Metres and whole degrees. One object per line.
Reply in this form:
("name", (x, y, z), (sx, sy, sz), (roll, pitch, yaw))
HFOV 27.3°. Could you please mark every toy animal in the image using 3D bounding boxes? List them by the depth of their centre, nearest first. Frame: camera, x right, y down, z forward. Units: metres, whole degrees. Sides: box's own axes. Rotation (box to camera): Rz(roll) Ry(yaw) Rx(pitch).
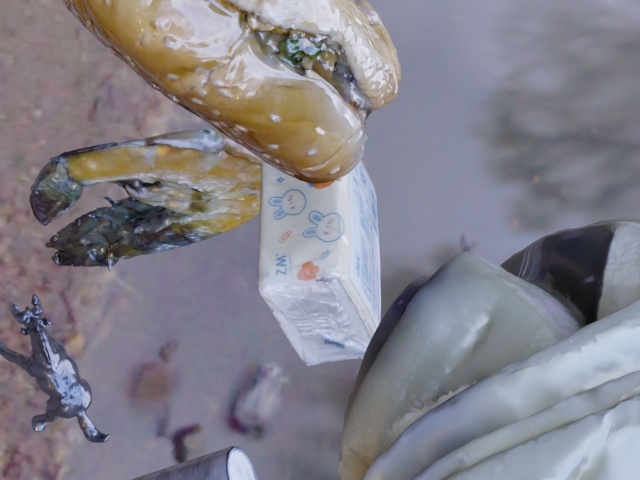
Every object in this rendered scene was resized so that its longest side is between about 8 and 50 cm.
("toy animal", (-0.381, 0.187, 1.840), (0.084, 0.148, 0.233), (-29, 104, -23))

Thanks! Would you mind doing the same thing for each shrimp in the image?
("shrimp", (-0.226, -0.040, 1.524), (0.272, 0.445, 0.085), (8, 70, -37))

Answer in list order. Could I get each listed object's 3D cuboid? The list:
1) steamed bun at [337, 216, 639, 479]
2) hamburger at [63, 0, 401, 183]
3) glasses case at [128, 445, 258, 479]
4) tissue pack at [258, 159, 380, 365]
("steamed bun", (0.123, 0.123, 0.778), (0.346, 0.237, 0.394), (-46, 175, 15))
("hamburger", (-0.072, -0.156, 0.878), (0.146, 0.286, 0.243), (-49, -176, 7))
("glasses case", (-0.224, 0.413, 2.103), (0.060, 0.299, 0.114), (-10, 80, -52))
("tissue pack", (0.000, 0.000, 1.250), (0.148, 0.092, 0.196), (62, 21, -50))
